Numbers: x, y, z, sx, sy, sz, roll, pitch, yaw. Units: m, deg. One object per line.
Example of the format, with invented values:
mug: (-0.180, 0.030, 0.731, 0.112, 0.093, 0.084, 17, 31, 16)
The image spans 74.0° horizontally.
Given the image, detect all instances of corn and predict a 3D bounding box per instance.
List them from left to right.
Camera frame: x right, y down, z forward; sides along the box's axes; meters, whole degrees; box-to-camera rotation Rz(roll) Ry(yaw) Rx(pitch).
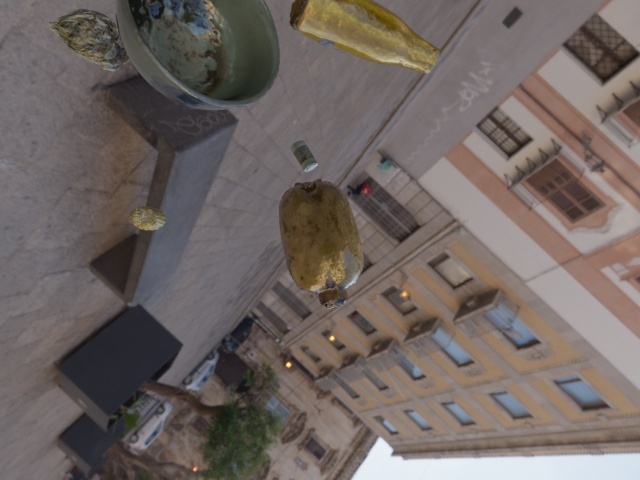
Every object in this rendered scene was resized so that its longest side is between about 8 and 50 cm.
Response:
corn: (-0.436, -0.057, 1.071, 0.063, 0.085, 0.165, -64, -164, -5)

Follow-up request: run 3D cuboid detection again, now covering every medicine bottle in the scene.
medicine bottle: (-0.047, -0.244, 1.230, 0.047, 0.083, 0.047, -30, 169, -6)

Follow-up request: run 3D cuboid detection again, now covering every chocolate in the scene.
chocolate: (0.070, -0.286, 0.580, 0.085, 0.220, 0.085, -45, -141, 52)

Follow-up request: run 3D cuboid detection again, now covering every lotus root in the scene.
lotus root: (0.000, 0.000, 0.881, 0.160, 0.283, 0.146, -17, 165, 19)

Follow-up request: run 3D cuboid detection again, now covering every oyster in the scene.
oyster: (-0.559, -0.500, 1.047, 0.124, 0.177, 0.064, -54, -155, -3)

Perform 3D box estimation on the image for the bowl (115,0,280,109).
bowl: (-0.225, -0.349, 0.737, 0.146, 0.289, 0.289, -10, -154, 45)
